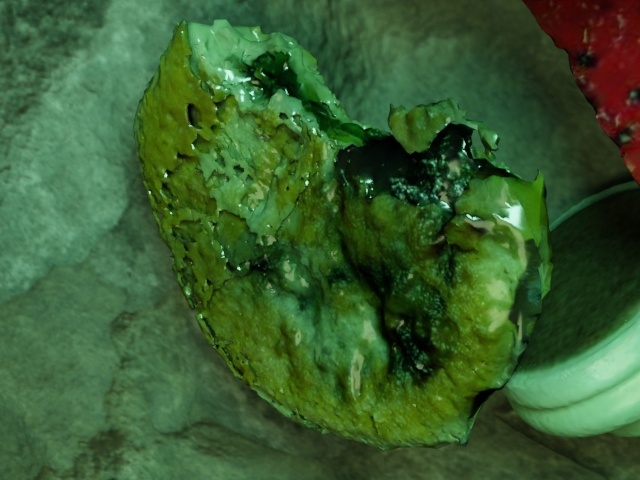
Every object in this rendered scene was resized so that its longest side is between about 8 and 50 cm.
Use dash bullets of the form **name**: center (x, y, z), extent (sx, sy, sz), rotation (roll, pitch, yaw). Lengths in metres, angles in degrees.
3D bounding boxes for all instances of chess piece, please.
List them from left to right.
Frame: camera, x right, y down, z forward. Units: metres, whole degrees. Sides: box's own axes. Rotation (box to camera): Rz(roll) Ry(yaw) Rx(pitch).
- **chess piece**: center (0.271, 0.118, 0.985), extent (0.194, 0.195, 0.299), rotation (-31, 115, 34)

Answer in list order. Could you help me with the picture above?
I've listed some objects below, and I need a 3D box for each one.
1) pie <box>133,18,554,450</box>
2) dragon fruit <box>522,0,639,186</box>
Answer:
- **pie**: center (0.000, 0.000, 0.993), extent (0.371, 0.078, 0.297), rotation (27, 128, 36)
- **dragon fruit**: center (0.282, -0.118, 0.781), extent (0.330, 0.240, 0.302), rotation (-25, 125, 40)
